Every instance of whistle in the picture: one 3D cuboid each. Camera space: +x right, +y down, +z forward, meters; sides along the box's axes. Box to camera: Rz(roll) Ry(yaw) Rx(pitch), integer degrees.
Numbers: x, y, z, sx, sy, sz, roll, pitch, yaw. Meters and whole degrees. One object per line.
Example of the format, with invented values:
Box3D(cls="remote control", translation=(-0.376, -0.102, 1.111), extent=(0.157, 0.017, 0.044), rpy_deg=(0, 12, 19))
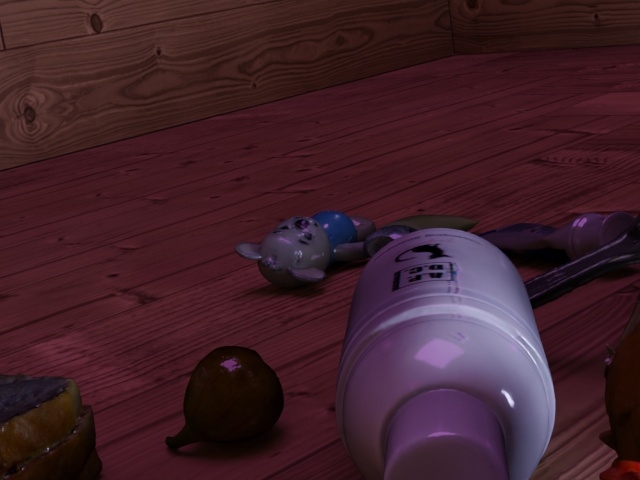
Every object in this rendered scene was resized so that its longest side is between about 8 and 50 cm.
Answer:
Box3D(cls="whistle", translation=(0.000, 0.000, 1.489), extent=(0.114, 0.077, 0.236), rpy_deg=(20, 22, 25))

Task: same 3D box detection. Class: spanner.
Box3D(cls="spanner", translation=(0.200, 0.033, 1.041), extent=(0.325, 0.026, 0.093), rpy_deg=(-31, 25, 34))

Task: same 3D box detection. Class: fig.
Box3D(cls="fig", translation=(-0.076, 0.129, 0.991), extent=(0.098, 0.082, 0.084), rpy_deg=(-45, 20, -18))

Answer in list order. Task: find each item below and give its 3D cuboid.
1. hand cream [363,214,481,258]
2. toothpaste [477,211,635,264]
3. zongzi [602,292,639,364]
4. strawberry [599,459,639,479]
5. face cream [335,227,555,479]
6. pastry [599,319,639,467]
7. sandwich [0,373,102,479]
Box3D(cls="hand cream", translation=(0.114, -0.006, 1.508), extent=(0.095, 0.046, 0.175), rpy_deg=(-2, 8, 30))
Box3D(cls="toothpaste", translation=(0.249, -0.002, 1.401), extent=(0.096, 0.061, 0.266), rpy_deg=(-16, 8, -24))
Box3D(cls="zongzi", translation=(0.338, -0.055, 1.220), extent=(0.467, 0.218, 0.500), rpy_deg=(-22, 15, -15))
Box3D(cls="strawberry", translation=(0.093, 0.185, 0.462), extent=(0.106, 0.188, 0.286), rpy_deg=(21, -26, -38))
Box3D(cls="face cream", translation=(0.083, 0.099, 0.836), extent=(0.145, 0.145, 0.369), rpy_deg=(-7, 12, 5))
Box3D(cls="pastry", translation=(0.263, 0.129, 0.559), extent=(0.255, 0.162, 0.311), rpy_deg=(0, 21, -13))
Box3D(cls="sandwich", translation=(-0.332, 0.168, 0.912), extent=(0.301, 0.099, 0.271), rpy_deg=(-4, 13, 23))
